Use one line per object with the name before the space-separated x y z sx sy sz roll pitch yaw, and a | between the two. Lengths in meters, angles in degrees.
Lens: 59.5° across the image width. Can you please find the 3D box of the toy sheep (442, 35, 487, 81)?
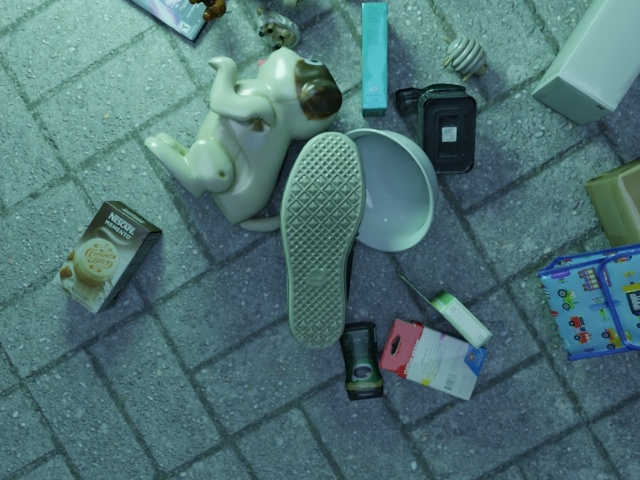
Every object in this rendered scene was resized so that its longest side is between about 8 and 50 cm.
toy sheep | 0.344 -0.439 1.335 0.132 0.091 0.091 33 93 -17

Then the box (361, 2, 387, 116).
box | 0.128 -0.428 1.339 0.060 0.100 0.244 0 91 4

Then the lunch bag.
lunch bag | 0.673 0.127 1.235 0.293 0.138 0.221 -20 91 46

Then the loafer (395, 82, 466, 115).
loafer | 0.268 -0.344 1.362 0.170 0.062 0.061 -6 114 6

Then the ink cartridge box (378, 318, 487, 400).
ink cartridge box | 0.268 0.282 1.365 0.231 0.078 0.134 20 92 2

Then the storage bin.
storage bin | 0.295 -0.252 1.317 0.122 0.084 0.180 -2 112 3

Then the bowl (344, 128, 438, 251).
bowl | 0.159 -0.134 1.302 0.297 0.134 0.298 22 129 30

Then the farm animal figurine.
farm animal figurine | -0.145 -0.651 1.287 0.326 0.172 0.330 25 128 -8

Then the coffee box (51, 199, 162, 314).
coffee box | -0.528 0.039 1.390 0.141 0.098 0.247 34 93 1

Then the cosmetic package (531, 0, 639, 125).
cosmetic package | 0.665 -0.462 1.263 0.155 0.197 0.366 34 92 2

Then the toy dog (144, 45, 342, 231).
toy dog | -0.134 -0.252 1.275 0.408 0.284 0.395 -43 97 3

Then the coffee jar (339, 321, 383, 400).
coffee jar | 0.100 0.297 1.374 0.096 0.079 0.185 -7 91 4

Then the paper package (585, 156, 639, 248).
paper package | 0.831 -0.053 1.280 0.309 0.168 0.325 -24 90 2

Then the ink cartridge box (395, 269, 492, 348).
ink cartridge box | 0.282 0.142 1.314 0.056 0.171 0.235 -44 89 3

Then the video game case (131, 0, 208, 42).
video game case | -0.376 -0.652 1.398 0.274 0.026 0.196 34 93 1

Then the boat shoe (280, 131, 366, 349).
boat shoe | 0.000 0.000 1.295 0.186 0.156 0.500 2 106 -2
